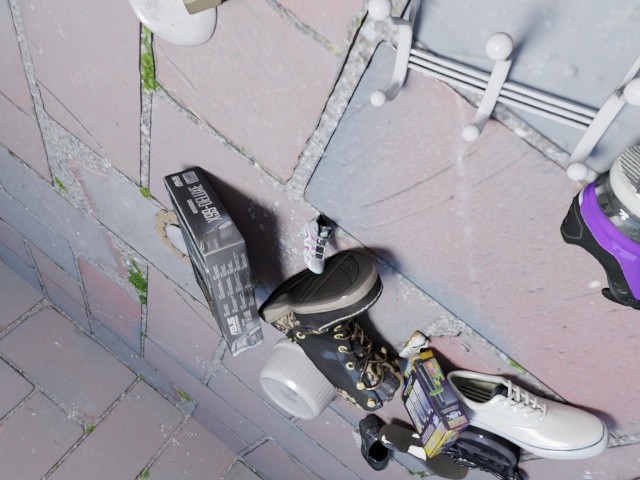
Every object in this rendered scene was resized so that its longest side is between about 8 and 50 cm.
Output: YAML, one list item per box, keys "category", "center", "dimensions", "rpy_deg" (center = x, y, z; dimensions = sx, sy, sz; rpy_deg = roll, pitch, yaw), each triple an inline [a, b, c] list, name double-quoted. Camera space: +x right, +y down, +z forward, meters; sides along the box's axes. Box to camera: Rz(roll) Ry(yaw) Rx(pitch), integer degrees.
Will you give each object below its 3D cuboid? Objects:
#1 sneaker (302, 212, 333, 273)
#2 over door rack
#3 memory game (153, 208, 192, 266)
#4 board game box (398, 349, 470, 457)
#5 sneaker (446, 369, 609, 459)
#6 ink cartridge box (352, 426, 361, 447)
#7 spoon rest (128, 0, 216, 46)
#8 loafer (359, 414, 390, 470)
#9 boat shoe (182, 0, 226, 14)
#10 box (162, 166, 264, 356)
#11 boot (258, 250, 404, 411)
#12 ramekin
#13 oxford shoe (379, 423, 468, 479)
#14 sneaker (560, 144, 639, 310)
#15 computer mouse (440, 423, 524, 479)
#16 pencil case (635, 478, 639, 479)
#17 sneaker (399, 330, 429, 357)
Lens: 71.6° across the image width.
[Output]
- category: "sneaker"
  center: [0.000, 0.000, 0.740]
  dimensions: [0.069, 0.038, 0.098]
  rpy_deg: [-41, 53, 47]
- category: "over door rack"
  center: [0.171, -0.213, 0.352]
  dimensions: [0.239, 0.108, 0.324]
  rpy_deg: [27, 141, 16]
- category: "memory game"
  center: [-0.337, 0.000, 1.088]
  dimensions: [0.186, 0.012, 0.186]
  rpy_deg: [23, 141, 21]
- category: "board game box"
  center: [0.206, 0.309, 0.833]
  dimensions: [0.170, 0.048, 0.141]
  rpy_deg: [90, 159, -51]
- category: "sneaker"
  center: [0.324, 0.282, 0.736]
  dimensions: [0.258, 0.094, 0.091]
  rpy_deg: [0, 129, 40]
- category: "ink cartridge box"
  center: [0.122, 0.554, 1.243]
  dimensions: [0.048, 0.028, 0.083]
  rpy_deg: [11, 135, 33]
- category: "spoon rest"
  center: [-0.270, -0.362, 0.623]
  dimensions: [0.276, 0.084, 0.137]
  rpy_deg: [19, 141, 6]
- category: "loafer"
  center: [0.146, 0.551, 1.166]
  dimensions: [0.078, 0.076, 0.223]
  rpy_deg: [-120, 13, -53]
- category: "boat shoe"
  center: [-0.063, -0.317, 0.445]
  dimensions: [0.307, 0.111, 0.104]
  rpy_deg: [5, 132, 38]
- category: "box"
  center: [-0.207, 0.047, 0.884]
  dimensions: [0.242, 0.076, 0.307]
  rpy_deg: [52, 155, 38]
- category: "boot"
  center: [0.053, 0.181, 0.830]
  dimensions: [0.284, 0.138, 0.377]
  rpy_deg: [49, 146, -9]
- category: "ramekin"
  center: [-0.058, 0.361, 1.135]
  dimensions: [0.207, 0.109, 0.207]
  rpy_deg: [24, 140, 22]
- category: "oxford shoe"
  center: [0.247, 0.494, 1.058]
  dimensions: [0.212, 0.076, 0.076]
  rpy_deg: [22, 170, 20]
- category: "sneaker"
  center: [0.379, 0.038, 0.446]
  dimensions: [0.293, 0.102, 0.146]
  rpy_deg: [40, 148, 9]
- category: "computer mouse"
  center: [0.326, 0.403, 0.887]
  dimensions: [0.188, 0.072, 0.272]
  rpy_deg: [15, 149, 27]
- category: "pencil case"
  center: [0.639, 0.547, 0.682]
  dimensions: [0.386, 0.160, 0.167]
  rpy_deg: [40, 142, -1]
- category: "sneaker"
  center: [0.177, 0.205, 0.836]
  dimensions: [0.037, 0.032, 0.083]
  rpy_deg: [33, 143, 10]
